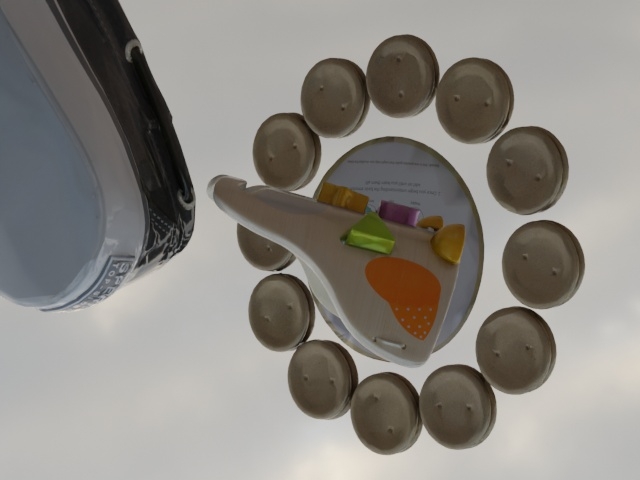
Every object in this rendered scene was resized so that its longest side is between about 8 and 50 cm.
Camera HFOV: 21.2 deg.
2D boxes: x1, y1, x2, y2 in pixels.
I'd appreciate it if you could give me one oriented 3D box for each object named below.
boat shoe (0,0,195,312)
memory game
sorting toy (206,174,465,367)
[{"bbox_3d":[-0.100,-0.088,0.529,0.080,0.228,0.076,-32,172,29],"label":"boat shoe"},{"bbox_3d":[0.034,0.003,0.743,0.186,0.186,0.012,20,-166,37],"label":"memory game"},{"bbox_3d":[0.000,0.000,0.521,0.075,0.044,0.083,24,-178,-8],"label":"sorting toy"}]
